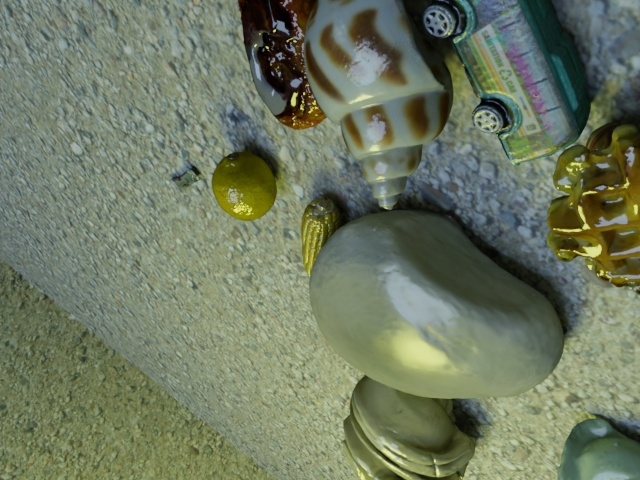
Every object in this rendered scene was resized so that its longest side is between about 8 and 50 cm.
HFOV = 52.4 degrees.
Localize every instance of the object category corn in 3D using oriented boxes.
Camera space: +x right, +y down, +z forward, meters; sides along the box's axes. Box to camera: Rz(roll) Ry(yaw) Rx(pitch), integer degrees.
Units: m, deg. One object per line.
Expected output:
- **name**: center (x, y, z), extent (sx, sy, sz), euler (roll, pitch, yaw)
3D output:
- **corn**: center (0.000, 0.000, 1.125), extent (0.067, 0.067, 0.206), euler (29, 149, 17)

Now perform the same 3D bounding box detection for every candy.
- **candy**: center (0.145, 0.135, 1.042), extent (0.386, 0.186, 0.427), euler (39, 152, -6)

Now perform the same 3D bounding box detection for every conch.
- **conch**: center (0.064, -0.179, 0.732), extent (0.149, 0.183, 0.275), euler (-25, 94, 20)

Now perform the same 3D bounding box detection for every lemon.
- **lemon**: center (-0.130, -0.093, 1.105), extent (0.109, 0.109, 0.133), euler (18, 146, 31)

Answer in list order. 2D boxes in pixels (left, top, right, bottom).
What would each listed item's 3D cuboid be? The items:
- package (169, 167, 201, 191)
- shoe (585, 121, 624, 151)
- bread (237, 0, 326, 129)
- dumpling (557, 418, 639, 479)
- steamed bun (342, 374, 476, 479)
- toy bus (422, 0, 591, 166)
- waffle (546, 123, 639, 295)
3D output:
- **package**: center (-0.270, -0.121, 1.303), extent (0.037, 0.015, 0.110), euler (45, 150, -18)
- **shoe**: center (0.324, -0.076, 0.696), extent (0.109, 0.072, 0.069), euler (97, 156, -49)
- **bread**: center (-0.046, -0.270, 0.832), extent (0.139, 0.095, 0.268), euler (4, 119, 40)
- **dumpling**: center (0.483, 0.392, 1.047), extent (0.152, 0.108, 0.219), euler (-46, 65, 25)
- **steamed bun**: center (0.166, 0.404, 1.317), extent (0.276, 0.203, 0.289), euler (31, 146, 15)
- **toy bus**: center (0.189, -0.204, 0.665), extent (0.109, 0.091, 0.261), euler (-10, 125, 43)
- **waffle**: center (0.386, -0.028, 0.623), extent (0.325, 0.068, 0.302), euler (17, 146, -5)
